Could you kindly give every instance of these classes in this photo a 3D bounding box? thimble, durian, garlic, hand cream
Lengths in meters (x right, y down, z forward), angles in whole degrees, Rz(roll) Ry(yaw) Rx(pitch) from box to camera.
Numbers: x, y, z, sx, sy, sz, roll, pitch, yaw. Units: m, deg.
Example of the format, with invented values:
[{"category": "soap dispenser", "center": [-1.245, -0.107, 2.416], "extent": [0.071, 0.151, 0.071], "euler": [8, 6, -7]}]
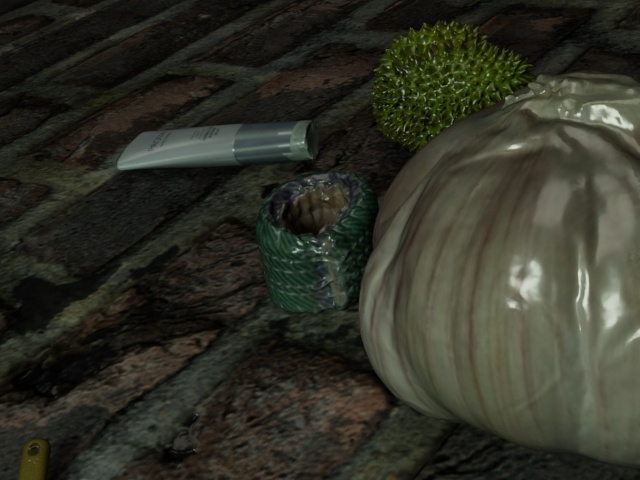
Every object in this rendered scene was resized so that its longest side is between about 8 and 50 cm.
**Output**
[{"category": "thimble", "center": [-0.001, -0.001, 0.935], "extent": [0.118, 0.090, 0.135], "euler": [-1, 33, 20]}, {"category": "durian", "center": [0.146, -0.172, 1.125], "extent": [0.198, 0.146, 0.159], "euler": [13, 39, 41]}, {"category": "garlic", "center": [0.180, 0.012, 0.686], "extent": [0.317, 0.260, 0.317], "euler": [-5, 26, 3]}, {"category": "hand cream", "center": [-0.128, -0.115, 1.212], "extent": [0.255, 0.048, 0.079], "euler": [-1, 32, 18]}]

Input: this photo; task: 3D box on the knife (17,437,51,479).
[{"category": "knife", "center": [-0.212, 0.230, 0.668], "extent": [0.046, 0.022, 0.256], "euler": [-6, 34, -5]}]
